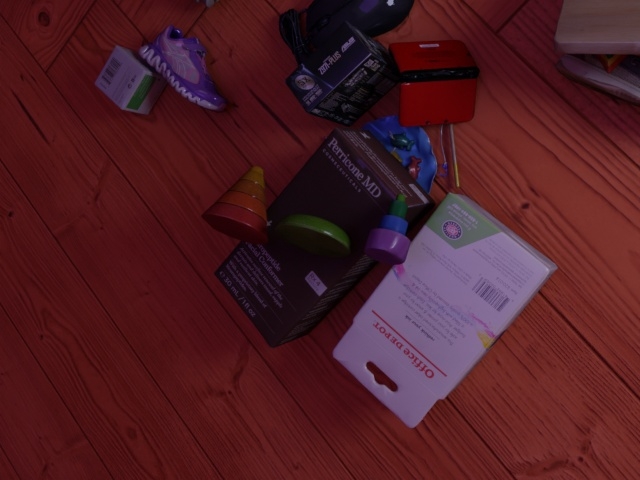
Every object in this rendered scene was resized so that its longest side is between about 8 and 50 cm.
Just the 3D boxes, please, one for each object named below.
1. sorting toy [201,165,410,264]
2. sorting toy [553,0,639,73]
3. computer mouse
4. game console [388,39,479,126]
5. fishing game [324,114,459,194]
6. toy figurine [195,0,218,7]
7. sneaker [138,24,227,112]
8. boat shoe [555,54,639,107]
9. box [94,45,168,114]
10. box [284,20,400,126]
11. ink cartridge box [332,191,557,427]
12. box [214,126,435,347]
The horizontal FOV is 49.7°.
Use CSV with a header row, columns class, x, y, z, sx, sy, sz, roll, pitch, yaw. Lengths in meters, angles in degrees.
class,x,y,z,sx,sy,sz,roll,pitch,yaw
sorting toy,-0.018,-0.054,1.133,0.365,0.127,0.126,9,71,26
sorting toy,0.491,-0.345,0.995,0.257,0.089,0.256,8,62,25
computer mouse,0.045,-0.407,1.270,0.272,0.072,0.189,-28,79,23
game console,0.190,-0.273,1.190,0.085,0.143,0.124,105,153,-53
fishing game,0.120,-0.135,1.260,0.264,0.041,0.189,-2,88,26
toy figurine,-0.252,-0.576,1.331,0.148,0.209,0.213,37,107,8
sneaker,-0.267,-0.356,1.413,0.236,0.095,0.104,44,101,19
boat shoe,0.502,-0.245,1.042,0.285,0.102,0.092,31,109,28
box,-0.402,-0.340,1.476,0.102,0.087,0.101,42,108,18
box,0.046,-0.285,1.211,0.147,0.180,0.078,-40,75,21
ink cartridge box,0.204,0.120,1.180,0.207,0.119,0.353,41,107,18
box,0.000,0.000,1.245,0.191,0.143,0.381,49,115,17
